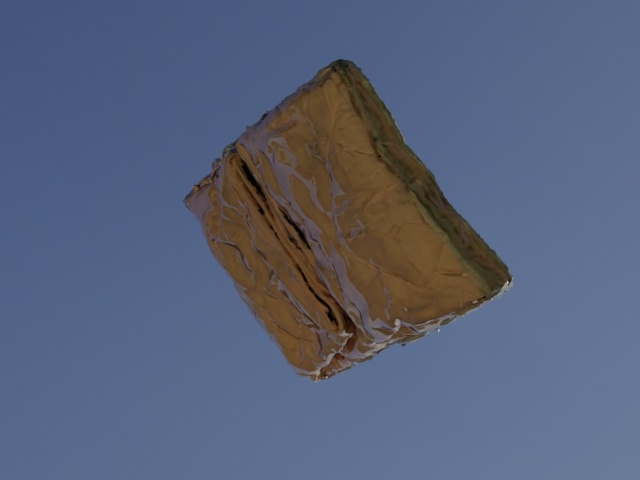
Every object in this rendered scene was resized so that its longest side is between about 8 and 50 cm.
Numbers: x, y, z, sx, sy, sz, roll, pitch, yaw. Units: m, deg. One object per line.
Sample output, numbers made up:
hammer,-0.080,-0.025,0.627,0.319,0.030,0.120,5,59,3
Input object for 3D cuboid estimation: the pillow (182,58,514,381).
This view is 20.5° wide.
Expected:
pillow,0.000,0.000,0.814,0.126,0.043,0.232,58,-22,0
